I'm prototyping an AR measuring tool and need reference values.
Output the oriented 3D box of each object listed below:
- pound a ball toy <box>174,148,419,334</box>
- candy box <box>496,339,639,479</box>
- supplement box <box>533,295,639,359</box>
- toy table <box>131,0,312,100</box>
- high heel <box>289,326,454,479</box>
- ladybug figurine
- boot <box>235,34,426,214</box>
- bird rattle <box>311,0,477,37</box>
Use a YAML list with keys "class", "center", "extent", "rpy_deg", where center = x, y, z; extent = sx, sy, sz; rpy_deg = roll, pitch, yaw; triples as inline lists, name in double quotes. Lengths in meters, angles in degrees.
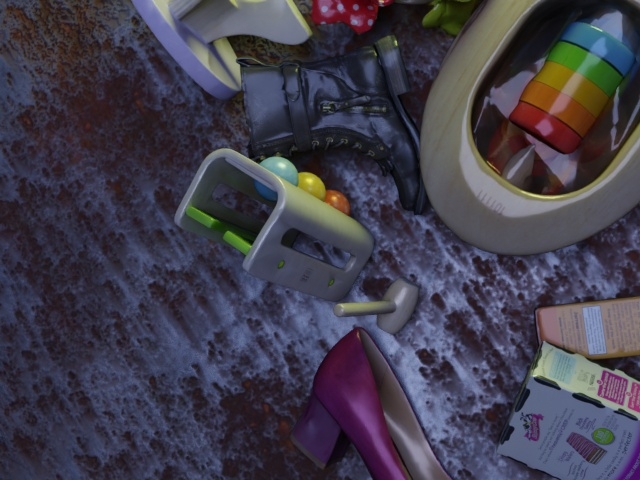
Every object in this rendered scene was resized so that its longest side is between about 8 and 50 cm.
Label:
- class: "pound a ball toy"
  center: [0.000, 0.000, 1.097]
  extent: [0.208, 0.319, 0.136]
  rpy_deg: [31, 94, 28]
- class: "candy box"
  center: [0.352, 0.237, 1.068]
  extent: [0.233, 0.071, 0.159]
  rpy_deg: [22, 132, 11]
- class: "supplement box"
  center: [0.393, 0.109, 1.106]
  extent: [0.233, 0.078, 0.080]
  rpy_deg: [-9, 84, 12]
- class: "toy table"
  center: [-0.146, -0.344, 1.177]
  extent: [0.161, 0.252, 0.274]
  rpy_deg: [-31, 111, 20]
- class: "high heel"
  center: [0.141, 0.278, 1.115]
  extent: [0.377, 0.127, 0.181]
  rpy_deg: [31, 103, 15]
- class: "ladybug figurine"
  center: [0.311, -0.181, 1.100]
  extent: [0.305, 0.162, 0.449]
  rpy_deg: [39, 94, 11]
- class: "boot"
  center: [0.016, -0.139, 1.165]
  extent: [0.229, 0.091, 0.263]
  rpy_deg: [-14, 101, 5]
- class: "bird rattle"
  center: [0.097, -0.360, 1.160]
  extent: [0.253, 0.143, 0.207]
  rpy_deg: [-4, 57, -12]
